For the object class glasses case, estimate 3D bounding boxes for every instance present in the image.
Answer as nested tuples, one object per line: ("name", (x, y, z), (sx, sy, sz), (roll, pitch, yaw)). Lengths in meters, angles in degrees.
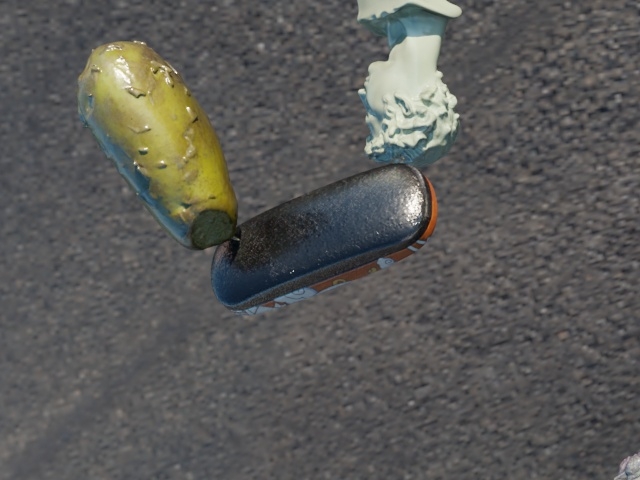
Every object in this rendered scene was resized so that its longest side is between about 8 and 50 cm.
("glasses case", (0.000, 0.000, 1.465), (0.266, 0.067, 0.103), (-21, 51, 25))

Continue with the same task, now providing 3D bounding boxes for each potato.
("potato", (-0.162, -0.099, 1.460), (0.113, 0.149, 0.251), (-36, 97, 5))

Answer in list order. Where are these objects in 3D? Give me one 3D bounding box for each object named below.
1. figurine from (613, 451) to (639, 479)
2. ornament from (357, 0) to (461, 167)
("figurine", (0.362, 0.306, 1.572), (0.133, 0.194, 0.274), (64, 157, 9))
("ornament", (0.115, -0.234, 1.766), (0.130, 0.120, 0.285), (6, 102, 39))
